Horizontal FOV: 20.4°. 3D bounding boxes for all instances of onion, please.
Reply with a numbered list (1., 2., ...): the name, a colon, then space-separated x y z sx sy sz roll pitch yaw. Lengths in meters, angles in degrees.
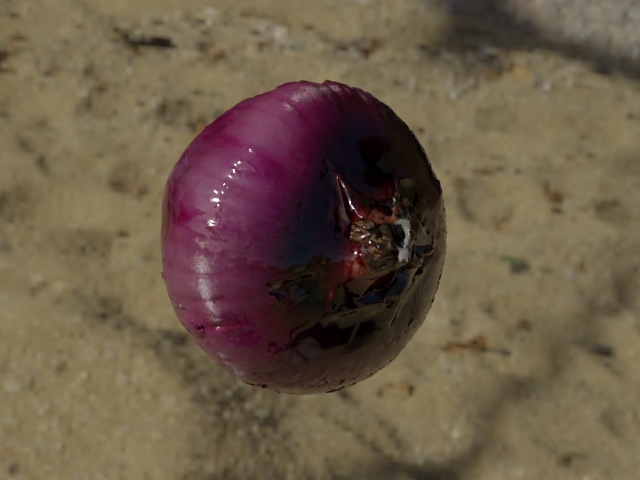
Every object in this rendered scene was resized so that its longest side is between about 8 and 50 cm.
1. onion: 0.000 0.000 0.633 0.115 0.115 0.104 -7 4 -36
